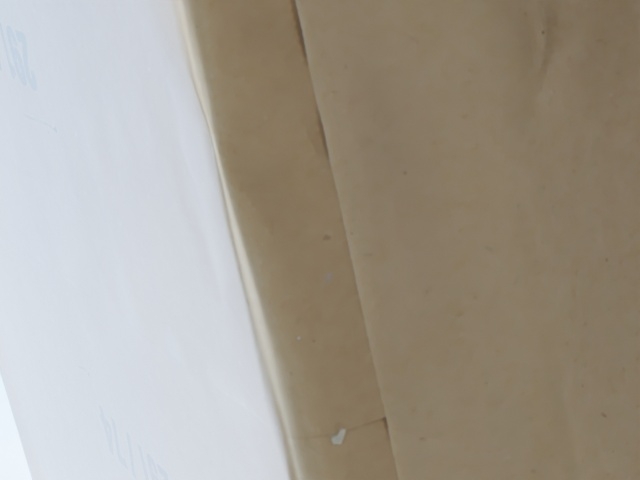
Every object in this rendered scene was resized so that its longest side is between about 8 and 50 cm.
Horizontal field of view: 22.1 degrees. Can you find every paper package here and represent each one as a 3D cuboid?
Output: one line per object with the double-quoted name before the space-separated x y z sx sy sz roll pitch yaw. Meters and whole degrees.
"paper package" 0.000 0.000 0.525 0.168 0.325 0.309 -19 -74 -21
